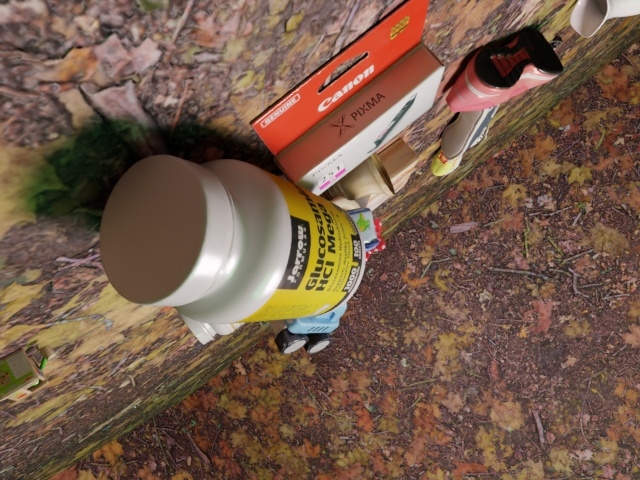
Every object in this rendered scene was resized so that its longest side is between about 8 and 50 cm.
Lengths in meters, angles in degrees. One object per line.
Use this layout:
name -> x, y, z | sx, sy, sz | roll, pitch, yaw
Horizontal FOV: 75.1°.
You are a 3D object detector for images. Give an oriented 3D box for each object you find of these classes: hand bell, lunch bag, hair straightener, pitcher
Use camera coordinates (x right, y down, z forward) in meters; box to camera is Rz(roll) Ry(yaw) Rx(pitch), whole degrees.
hand bell -> 0.008, -0.088, 0.809 | 0.242, 0.126, 0.126 | -27, 173, 19
lunch bag -> 0.000, 0.000, 0.817 | 0.176, 0.090, 0.219 | -15, -177, -17
hair straightener -> 0.622, -0.489, 1.175 | 0.089, 0.047, 0.230 | -38, 169, 3
pitcher -> 0.660, -0.554, 0.874 | 0.207, 0.126, 0.178 | -27, 154, 2

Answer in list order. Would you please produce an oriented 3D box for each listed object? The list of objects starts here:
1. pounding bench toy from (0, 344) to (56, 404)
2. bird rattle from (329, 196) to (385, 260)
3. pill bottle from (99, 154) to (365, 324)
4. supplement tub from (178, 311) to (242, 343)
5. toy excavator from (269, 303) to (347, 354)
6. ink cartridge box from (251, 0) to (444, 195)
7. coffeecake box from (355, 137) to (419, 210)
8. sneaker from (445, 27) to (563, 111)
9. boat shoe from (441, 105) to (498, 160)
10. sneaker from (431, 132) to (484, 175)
pounding bench toy -> -0.429, 0.192, 0.613 | 0.083, 0.052, 0.065 | -32, 168, -28
bird rattle -> 0.043, -0.014, 1.003 | 0.253, 0.143, 0.207 | -20, 131, -15
pill bottle -> -0.083, 0.009, 0.528 | 0.188, 0.188, 0.334 | -41, 158, 17
supplement tub -> -0.162, 0.080, 0.762 | 0.199, 0.144, 0.144 | -34, 169, -15
toy excavator -> -0.020, 0.161, 1.358 | 0.445, 0.222, 0.432 | -43, 149, 20
ink cartridge box -> 0.054, -0.181, 0.595 | 0.275, 0.060, 0.239 | -38, 171, 1
coffeecake box -> 0.150, -0.148, 1.021 | 0.142, 0.068, 0.185 | -37, 170, -6
sneaker -> 0.385, -0.353, 0.888 | 0.313, 0.116, 0.136 | -24, 174, -29
boat shoe -> 0.396, -0.306, 1.106 | 0.079, 0.095, 0.254 | -23, 157, -15
sneaker -> 0.406, -0.283, 1.298 | 0.094, 0.081, 0.208 | -18, 153, -42
